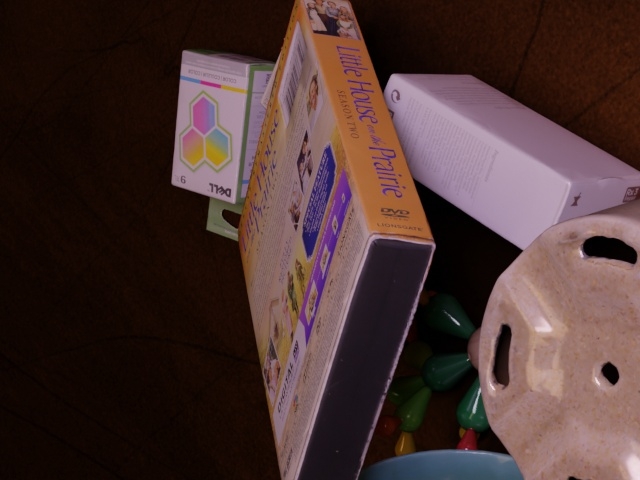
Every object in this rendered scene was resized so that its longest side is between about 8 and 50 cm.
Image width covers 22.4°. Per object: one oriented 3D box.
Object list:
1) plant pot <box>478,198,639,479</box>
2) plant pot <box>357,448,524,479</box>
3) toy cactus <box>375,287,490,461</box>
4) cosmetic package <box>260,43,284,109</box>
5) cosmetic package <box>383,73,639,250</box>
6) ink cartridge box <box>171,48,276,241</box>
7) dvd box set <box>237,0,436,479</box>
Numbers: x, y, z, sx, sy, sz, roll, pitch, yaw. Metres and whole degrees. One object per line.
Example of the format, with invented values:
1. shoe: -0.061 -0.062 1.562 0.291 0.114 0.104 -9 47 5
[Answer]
1. plant pot: 0.297 0.085 1.200 0.334 0.305 0.334 6 98 45
2. plant pot: 0.121 0.367 1.434 0.293 0.293 0.235 28 133 41
3. toy cactus: 0.127 0.113 1.538 0.180 0.112 0.219 -26 66 34
4. cosmetic package: -0.014 -0.177 1.686 0.060 0.041 0.115 46 124 34
5. cosmetic package: 0.165 -0.071 1.459 0.231 0.117 0.085 38 120 39
6. ink cartridge box: -0.104 -0.099 1.771 0.109 0.062 0.209 18 107 43
7. dvd box set: 0.000 0.000 1.505 0.420 0.062 0.307 -105 26 -54
